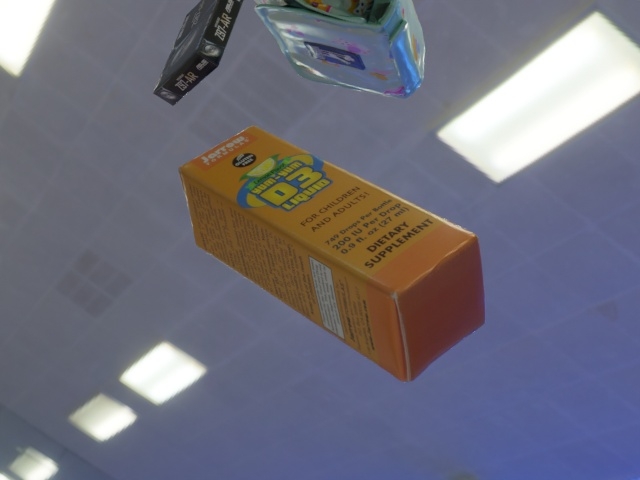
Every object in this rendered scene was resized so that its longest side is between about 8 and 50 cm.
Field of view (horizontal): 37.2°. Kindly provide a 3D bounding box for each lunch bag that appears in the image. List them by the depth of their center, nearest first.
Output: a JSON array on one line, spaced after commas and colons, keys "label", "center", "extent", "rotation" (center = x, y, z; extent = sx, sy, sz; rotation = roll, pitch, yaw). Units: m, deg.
[{"label": "lunch bag", "center": [0.004, -0.269, 0.976], "extent": [0.262, 0.160, 0.223], "rotation": [54, 3, 15]}]

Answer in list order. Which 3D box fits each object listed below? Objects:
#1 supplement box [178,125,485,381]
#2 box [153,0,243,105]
[{"label": "supplement box", "center": [0.000, 0.000, 0.649], "extent": [0.233, 0.078, 0.080], "rotation": [28, -38, 43]}, {"label": "box", "center": [-0.086, -0.146, 0.691], "extent": [0.018, 0.083, 0.067], "rotation": [32, -34, -25]}]
